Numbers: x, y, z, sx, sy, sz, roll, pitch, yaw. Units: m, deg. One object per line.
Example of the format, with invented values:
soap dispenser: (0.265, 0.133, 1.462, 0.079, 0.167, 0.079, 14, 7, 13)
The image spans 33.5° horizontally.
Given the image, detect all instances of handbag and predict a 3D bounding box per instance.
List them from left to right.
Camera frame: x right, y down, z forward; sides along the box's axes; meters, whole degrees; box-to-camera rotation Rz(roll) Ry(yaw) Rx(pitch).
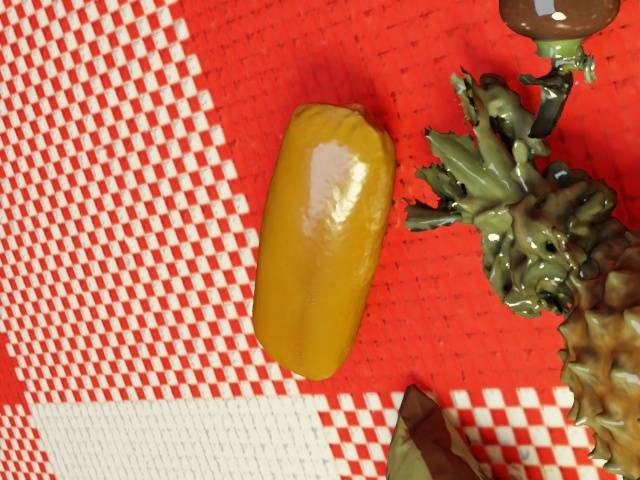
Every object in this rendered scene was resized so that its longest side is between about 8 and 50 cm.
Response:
handbag: (0.102, 0.261, 0.799, 0.213, 0.127, 0.235, -133, 39, -56)

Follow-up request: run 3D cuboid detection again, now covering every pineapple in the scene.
pineapple: (0.184, 0.030, 0.619, 0.361, 0.175, 0.175, 55, 138, 32)

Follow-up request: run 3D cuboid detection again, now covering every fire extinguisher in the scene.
fire extinguisher: (0.128, -0.175, 0.592, 0.071, 0.099, 0.231, 6, 108, 29)

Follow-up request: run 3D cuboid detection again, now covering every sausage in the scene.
sausage: (0.000, 0.000, 0.808, 0.098, 0.098, 0.238, 32, 130, 28)
